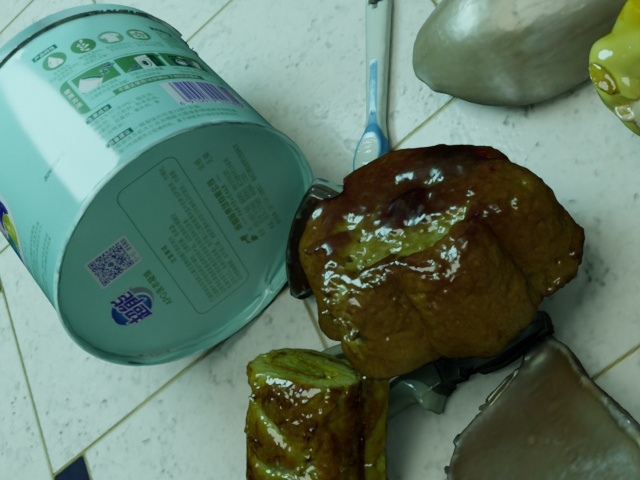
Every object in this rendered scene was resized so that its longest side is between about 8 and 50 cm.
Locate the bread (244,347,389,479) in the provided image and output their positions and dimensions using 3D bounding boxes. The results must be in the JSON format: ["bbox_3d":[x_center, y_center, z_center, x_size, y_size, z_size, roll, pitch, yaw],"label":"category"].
[{"bbox_3d":[-0.008,0.191,1.122,0.132,0.103,0.172,12,109,36],"label":"bread"}]

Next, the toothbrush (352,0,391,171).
[{"bbox_3d":[0.050,-0.093,1.267,0.040,0.040,0.386,-13,65,34],"label":"toothbrush"}]

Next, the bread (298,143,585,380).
[{"bbox_3d":[0.098,0.018,1.082,0.246,0.135,0.232,3,47,41],"label":"bread"}]

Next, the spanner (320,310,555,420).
[{"bbox_3d":[0.069,0.123,1.165,0.325,0.040,0.096,-22,61,31],"label":"spanner"}]

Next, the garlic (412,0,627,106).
[{"bbox_3d":[0.224,-0.224,1.156,0.318,0.112,0.143,-27,54,14],"label":"garlic"}]

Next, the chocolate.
[{"bbox_3d":[0.195,0.195,0.979,0.161,0.083,0.261,-47,22,10],"label":"chocolate"}]

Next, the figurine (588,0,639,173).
[{"bbox_3d":[0.299,-0.107,1.028,0.156,0.131,0.246,-1,67,1],"label":"figurine"}]

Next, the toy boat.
[{"bbox_3d":[0.000,0.000,1.243,0.059,0.066,0.140,25,121,18],"label":"toy boat"}]

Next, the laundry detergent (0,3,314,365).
[{"bbox_3d":[-0.203,-0.074,1.291,0.287,0.287,0.305,-52,50,9],"label":"laundry detergent"}]
